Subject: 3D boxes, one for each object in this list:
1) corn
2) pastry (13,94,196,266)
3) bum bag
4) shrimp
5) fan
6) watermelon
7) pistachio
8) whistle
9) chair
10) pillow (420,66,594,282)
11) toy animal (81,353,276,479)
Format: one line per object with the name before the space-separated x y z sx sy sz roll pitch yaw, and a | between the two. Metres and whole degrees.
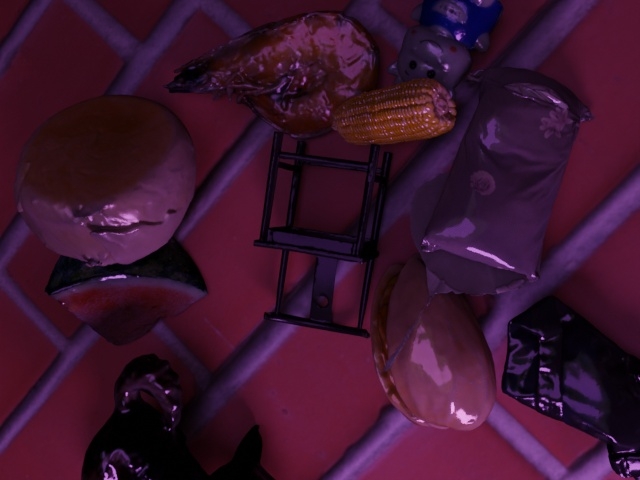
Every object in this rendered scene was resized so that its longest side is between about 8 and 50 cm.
corn | 0.089 -0.157 0.851 0.165 0.085 0.063 -1 79 46
pastry | -0.295 -0.087 0.938 0.264 0.133 0.265 0 53 -1
bum bag | 0.355 0.196 0.831 0.310 0.074 0.137 35 91 7
shrimp | -0.068 -0.217 0.947 0.316 0.062 0.164 -8 99 19
fan | 0.155 0.037 0.820 0.182 0.010 0.310 37 64 6
watermelon | -0.284 0.077 0.985 0.136 0.207 0.202 9 114 43
pistachio | 0.142 0.130 0.860 0.157 0.157 0.230 -21 78 17
whistle | 0.168 -0.277 0.850 0.110 0.092 0.244 33 103 16
chair | 0.000 0.000 0.897 0.154 0.141 0.260 9 94 13
pillow | 0.230 -0.085 0.815 0.169 0.059 0.255 20 83 -7
toy animal | -0.178 0.341 0.945 0.344 0.194 0.303 25 106 9
